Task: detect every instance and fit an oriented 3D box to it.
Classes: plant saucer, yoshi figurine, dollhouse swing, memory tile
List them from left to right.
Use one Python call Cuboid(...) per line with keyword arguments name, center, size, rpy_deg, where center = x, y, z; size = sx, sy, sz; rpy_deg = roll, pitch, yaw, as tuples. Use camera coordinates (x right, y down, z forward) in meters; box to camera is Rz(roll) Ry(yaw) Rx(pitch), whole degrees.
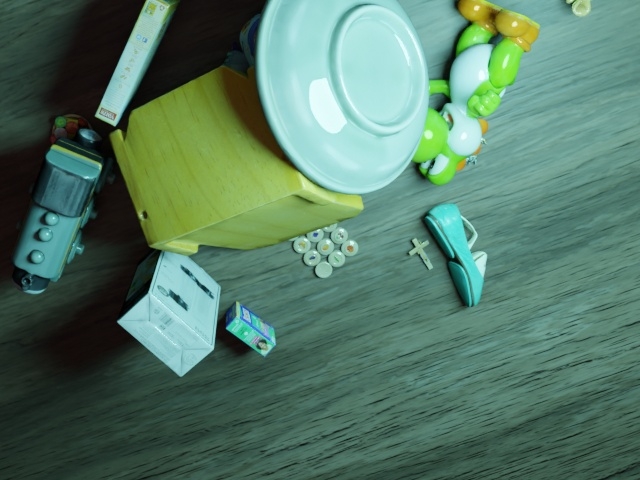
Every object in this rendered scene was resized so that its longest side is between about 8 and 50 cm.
Cuboid(name="dollhouse swing", center=(-0.133, -0.140, 1.544), size=(0.346, 0.305, 0.315), rpy_deg=(-19, 91, 28))
Cuboid(name="memory tile", center=(0.000, 0.000, 1.736), size=(0.113, 0.012, 0.148), rpy_deg=(-38, 108, 9))
Cuboid(name="plant saucer", center=(0.072, -0.280, 1.376), size=(0.400, 0.100, 0.401), rpy_deg=(3, 85, -41))
Cuboid(name="yoshi figurine", center=(0.256, -0.282, 1.575), size=(0.203, 0.203, 0.362), rpy_deg=(24, 109, 5))

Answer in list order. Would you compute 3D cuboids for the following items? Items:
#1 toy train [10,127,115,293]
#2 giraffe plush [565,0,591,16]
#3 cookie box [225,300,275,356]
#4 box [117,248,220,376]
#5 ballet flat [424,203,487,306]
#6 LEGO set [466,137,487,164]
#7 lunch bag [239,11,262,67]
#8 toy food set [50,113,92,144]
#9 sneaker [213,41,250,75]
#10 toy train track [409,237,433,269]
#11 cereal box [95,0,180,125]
Cuboid(name="toy train", center=(-0.508, -0.054, 1.574), size=(0.142, 0.190, 0.334), rpy_deg=(25, 112, -12))
Cuboid(name="giraffe plush", center=(0.537, -0.523, 1.536), size=(0.170, 0.181, 0.210), rpy_deg=(-15, 145, 12))
Cuboid(name="cookie box", center=(-0.150, 0.188, 1.749), size=(0.107, 0.092, 0.040), rpy_deg=(38, 100, -16))
Cuboid(name="box", center=(-0.289, 0.122, 1.611), size=(0.087, 0.290, 0.169), rpy_deg=(-41, 109, 11))
Cuboid(name="ballet flat", center=(0.307, 0.027, 1.737), size=(0.087, 0.083, 0.247), rpy_deg=(-31, 111, -8))
Cuboid(name="LEGO set", center=(0.309, -0.182, 1.690), size=(0.054, 0.023, 0.083), rpy_deg=(23, 106, -12))
Cuboid(name="lunch bag", center=(0.020, -0.357, 1.531), size=(0.303, 0.115, 0.243), rpy_deg=(-30, 107, -11))
Cuboid(name="toy food set", center=(-0.493, -0.209, 1.621), size=(0.082, 0.020, 0.083), rpy_deg=(6, 109, -6))
Cuboid(name="sneaker", center=(-0.183, -0.323, 1.584), size=(0.223, 0.083, 0.098), rpy_deg=(-23, 99, -8))
Cuboid(name="toy train track", center=(0.219, 0.027, 1.763), size=(0.048, 0.014, 0.083), rpy_deg=(-33, 114, 0))
Cuboid(name="cereal box", center=(-0.337, -0.339, 1.508), size=(0.047, 0.173, 0.240), rpy_deg=(26, 105, -12))
